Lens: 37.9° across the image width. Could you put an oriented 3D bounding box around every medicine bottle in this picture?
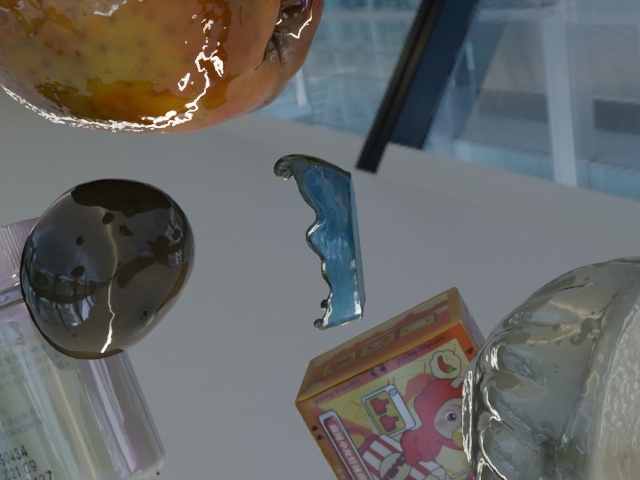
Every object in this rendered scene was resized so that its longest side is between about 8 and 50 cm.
[{"bbox_3d":[-0.364,0.172,1.246,0.214,0.378,0.213,-21,179,-1],"label":"medicine bottle"}]

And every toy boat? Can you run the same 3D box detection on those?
[{"bbox_3d":[0.000,0.000,0.953,0.077,0.185,0.075,-3,-157,9],"label":"toy boat"}]

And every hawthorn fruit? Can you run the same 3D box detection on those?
[{"bbox_3d":[-0.215,-0.332,1.167,0.472,0.471,0.472,-9,-161,3],"label":"hawthorn fruit"}]

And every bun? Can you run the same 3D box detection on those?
[{"bbox_3d":[0.185,0.138,0.702,0.175,0.263,0.263,5,-157,43],"label":"bun"}]

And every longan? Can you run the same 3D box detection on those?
[{"bbox_3d":[-0.253,0.030,1.093,0.197,0.196,0.220,17,-106,53],"label":"longan"}]

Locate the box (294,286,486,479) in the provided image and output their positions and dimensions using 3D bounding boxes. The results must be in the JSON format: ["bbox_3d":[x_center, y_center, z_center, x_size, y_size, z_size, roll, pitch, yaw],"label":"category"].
[{"bbox_3d":[0.148,0.263,1.319,0.260,0.283,0.214,-28,-175,9],"label":"box"}]
